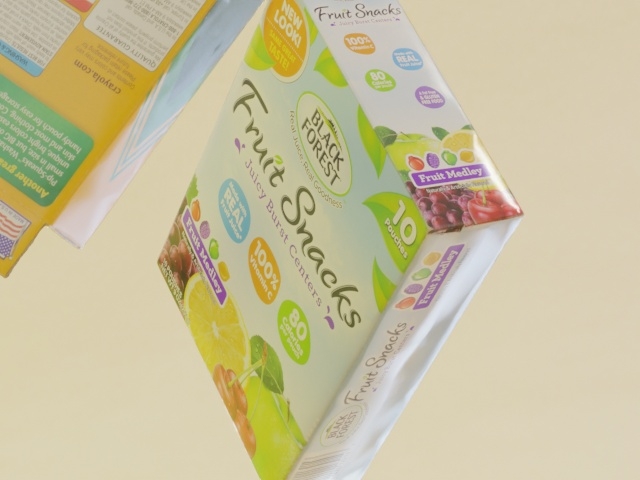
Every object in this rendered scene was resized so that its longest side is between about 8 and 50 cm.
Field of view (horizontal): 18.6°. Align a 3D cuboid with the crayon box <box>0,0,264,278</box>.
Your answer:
[{"bbox_3d":[-0.217,-0.142,1.592,0.203,0.323,0.083,35,-5,20],"label":"crayon box"}]

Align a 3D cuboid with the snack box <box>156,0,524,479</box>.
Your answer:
[{"bbox_3d":[0.000,0.000,0.595,0.037,0.100,0.141,-10,-33,-31],"label":"snack box"}]
